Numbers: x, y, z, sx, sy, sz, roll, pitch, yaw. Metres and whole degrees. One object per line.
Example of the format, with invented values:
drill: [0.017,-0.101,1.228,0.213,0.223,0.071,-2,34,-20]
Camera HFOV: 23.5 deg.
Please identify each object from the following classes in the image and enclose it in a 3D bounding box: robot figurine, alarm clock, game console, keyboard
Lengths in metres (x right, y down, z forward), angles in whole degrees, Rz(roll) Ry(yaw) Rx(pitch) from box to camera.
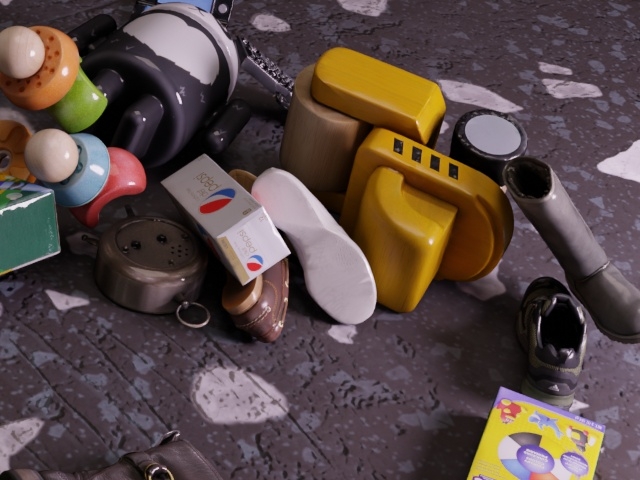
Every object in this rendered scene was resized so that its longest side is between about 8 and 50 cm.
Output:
robot figurine: [-0.215,-0.202,1.987,0.173,0.209,0.278,-13,22,31]
alarm clock: [-0.185,0.036,1.777,0.129,0.064,0.192,-14,47,-35]
game console: [-0.204,-0.355,2.287,0.144,0.124,0.085,14,9,-3]
keyboard: [-0.045,-0.206,2.109,0.180,0.023,0.108,38,22,-32]

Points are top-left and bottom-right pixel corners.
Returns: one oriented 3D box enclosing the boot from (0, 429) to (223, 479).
boot: [-0.159,0.285,1.425,0.229,0.091,0.263,-3,46,-37]

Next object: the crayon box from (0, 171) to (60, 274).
crayon box: [-0.469,0.002,1.642,0.203,0.083,0.323,18,30,39]

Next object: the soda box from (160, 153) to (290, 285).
soda box: [-0.114,-0.028,1.803,0.069,0.074,0.216,-34,29,-9]

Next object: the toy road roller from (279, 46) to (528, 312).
toy road roller: [0.081,-0.062,1.897,0.329,0.202,0.240,25,47,11]

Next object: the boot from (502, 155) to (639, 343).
boot: [0.308,0.009,1.806,0.076,0.208,0.189,-37,37,-10]

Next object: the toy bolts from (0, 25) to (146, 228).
toy bolts: [-0.335,-0.116,1.771,0.228,0.218,0.158,52,7,26]

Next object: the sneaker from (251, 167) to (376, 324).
sneaker: [0.000,0.000,1.829,0.212,0.080,0.094,57,9,-5]

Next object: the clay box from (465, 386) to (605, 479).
clay box: [0.220,0.258,1.630,0.127,0.053,0.222,20,35,7]

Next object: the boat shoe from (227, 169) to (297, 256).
boat shoe: [-0.045,-0.034,1.923,0.170,0.063,0.059,39,16,20]

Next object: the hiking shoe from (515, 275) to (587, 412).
hiking shoe: [0.284,0.100,1.816,0.086,0.114,0.227,13,35,-4]

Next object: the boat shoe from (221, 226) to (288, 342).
boat shoe: [-0.071,0.041,1.812,0.073,0.073,0.207,46,29,-26]
